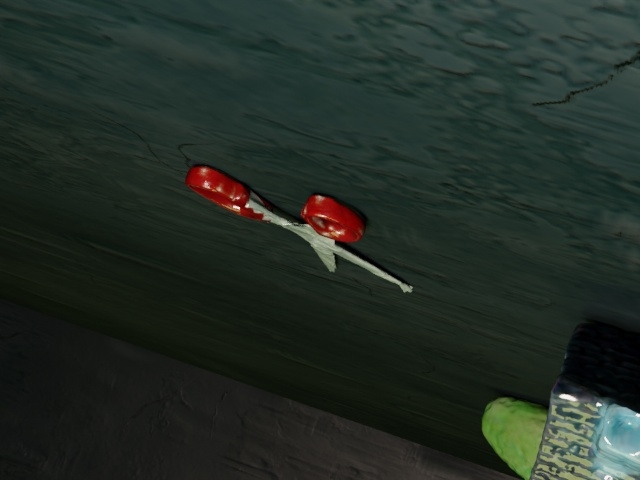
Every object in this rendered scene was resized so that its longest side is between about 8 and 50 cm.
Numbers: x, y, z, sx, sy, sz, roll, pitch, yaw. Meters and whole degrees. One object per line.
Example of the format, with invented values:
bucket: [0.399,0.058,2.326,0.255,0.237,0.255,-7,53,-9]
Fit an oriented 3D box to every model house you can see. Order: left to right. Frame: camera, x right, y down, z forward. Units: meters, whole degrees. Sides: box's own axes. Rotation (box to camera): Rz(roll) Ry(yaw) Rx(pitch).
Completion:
model house: [0.280,0.192,0.904,0.261,0.226,0.241,16,168,13]

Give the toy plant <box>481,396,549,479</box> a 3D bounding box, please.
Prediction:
toy plant: [0.380,0.339,1.515,0.356,0.210,0.317,41,161,-29]

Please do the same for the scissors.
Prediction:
scissors: [0.000,0.000,1.016,0.144,0.017,0.248,15,169,26]
